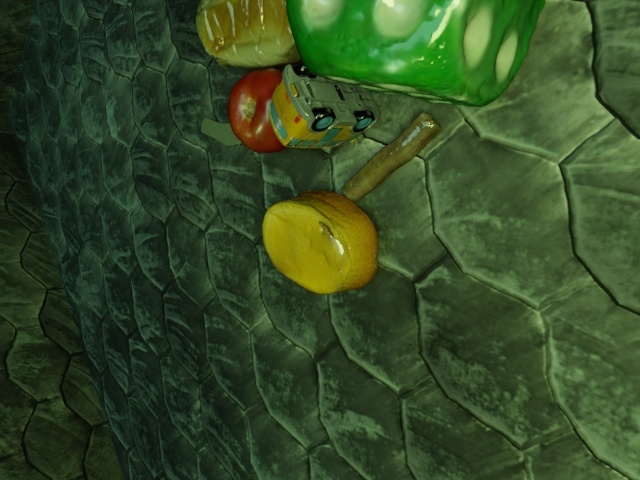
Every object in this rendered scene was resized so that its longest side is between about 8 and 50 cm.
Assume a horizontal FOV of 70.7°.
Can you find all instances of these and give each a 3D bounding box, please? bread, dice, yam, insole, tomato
[{"bbox_3d":[-0.098,-0.501,0.978,0.388,0.183,0.236,11,115,35],"label":"bread"},{"bbox_3d":[0.148,-0.368,0.672,0.287,0.297,0.301,27,111,33],"label":"dice"},{"bbox_3d":[0.130,-0.154,0.868,0.241,0.056,0.057,-40,67,38],"label":"yam"},{"bbox_3d":[-0.272,-0.298,1.240,0.191,0.010,0.063,26,110,38],"label":"insole"},{"bbox_3d":[-0.117,-0.291,1.019,0.195,0.136,0.195,5,98,39],"label":"tomato"},{"bbox_3d":[0.000,0.000,0.931,0.269,0.142,0.196,24,120,40],"label":"bread"}]

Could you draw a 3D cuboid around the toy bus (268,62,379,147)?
[{"bbox_3d":[0.002,-0.249,0.877,0.136,0.209,0.126,-40,68,47],"label":"toy bus"}]
